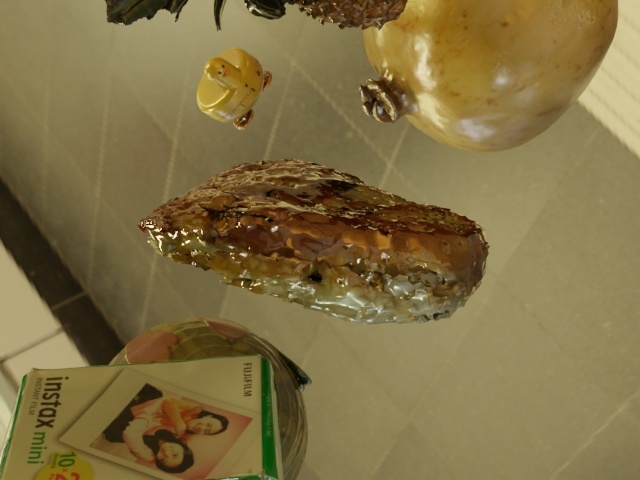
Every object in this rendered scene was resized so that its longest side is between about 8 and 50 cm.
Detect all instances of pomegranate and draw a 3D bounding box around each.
[{"bbox_3d":[0.185,-0.247,1.117,0.307,0.307,0.307,35,139,37],"label":"pomegranate"}]

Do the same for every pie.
[{"bbox_3d":[0.000,-0.001,0.822,0.308,0.308,0.085,24,108,45],"label":"pie"}]

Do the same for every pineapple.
[{"bbox_3d":[-0.058,-0.238,0.890,0.130,0.277,0.119,114,146,-46],"label":"pineapple"}]

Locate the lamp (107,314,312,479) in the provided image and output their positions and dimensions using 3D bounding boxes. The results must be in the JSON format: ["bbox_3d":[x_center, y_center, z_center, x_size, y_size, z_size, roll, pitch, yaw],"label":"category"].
[{"bbox_3d":[-0.141,0.218,1.147,0.250,0.250,0.284,56,148,11],"label":"lamp"}]

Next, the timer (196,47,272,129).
[{"bbox_3d":[-0.133,-0.221,1.409,0.109,0.107,0.107,31,169,-38],"label":"timer"}]

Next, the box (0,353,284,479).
[{"bbox_3d":[-0.159,0.197,0.913,0.180,0.250,0.103,-97,5,-56],"label":"box"}]
